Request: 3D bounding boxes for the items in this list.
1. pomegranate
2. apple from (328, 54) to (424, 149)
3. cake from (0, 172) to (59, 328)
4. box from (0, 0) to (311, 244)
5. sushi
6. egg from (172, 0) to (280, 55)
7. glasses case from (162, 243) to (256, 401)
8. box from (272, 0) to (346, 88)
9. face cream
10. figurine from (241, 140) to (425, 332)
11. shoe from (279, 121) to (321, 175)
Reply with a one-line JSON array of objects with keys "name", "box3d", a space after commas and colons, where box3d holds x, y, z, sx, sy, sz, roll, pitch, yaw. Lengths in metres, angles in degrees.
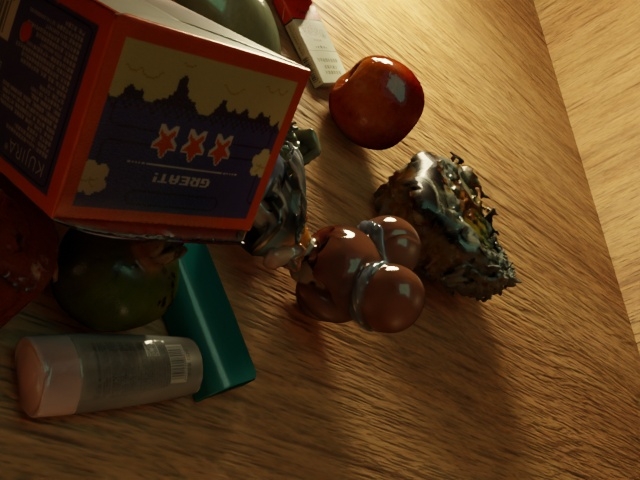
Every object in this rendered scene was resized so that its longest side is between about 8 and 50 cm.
[{"name": "pomegranate", "box3d": [-0.265, 0.036, 1.133, 0.180, 0.209, 0.180, 27, 53, -43]}, {"name": "apple", "box3d": [0.134, -0.324, 1.940, 0.201, 0.218, 0.218, 43, 37, -15]}, {"name": "cake", "box3d": [-0.453, -0.008, 0.980, 0.283, 0.151, 0.177, 35, 27, -33]}, {"name": "box", "box3d": [-0.265, -0.189, 1.073, 0.348, 0.257, 0.318, 34, 18, 34]}, {"name": "sushi", "box3d": [0.316, -0.027, 1.997, 0.417, 0.176, 0.417, 39, 31, -29]}, {"name": "egg", "box3d": [-0.210, -0.363, 1.446, 0.352, 0.258, 0.258, 49, 32, -43]}, {"name": "glasses case", "box3d": [-0.196, 0.095, 1.314, 0.117, 0.070, 0.301, -9, 72, -56]}, {"name": "box", "box3d": [-0.020, -0.485, 2.018, 0.139, 0.035, 0.245, -19, 81, -56]}, {"name": "face cream", "box3d": [-0.282, 0.177, 1.128, 0.269, 0.073, 0.107, 6, 61, -51]}, {"name": "figurine", "box3d": [-0.001, 0.000, 1.494, 0.388, 0.248, 0.277, 46, 29, -25]}, {"name": "shoe", "box3d": [-0.117, -0.194, 1.564, 0.293, 0.149, 0.109, 9, 60, -52]}]
